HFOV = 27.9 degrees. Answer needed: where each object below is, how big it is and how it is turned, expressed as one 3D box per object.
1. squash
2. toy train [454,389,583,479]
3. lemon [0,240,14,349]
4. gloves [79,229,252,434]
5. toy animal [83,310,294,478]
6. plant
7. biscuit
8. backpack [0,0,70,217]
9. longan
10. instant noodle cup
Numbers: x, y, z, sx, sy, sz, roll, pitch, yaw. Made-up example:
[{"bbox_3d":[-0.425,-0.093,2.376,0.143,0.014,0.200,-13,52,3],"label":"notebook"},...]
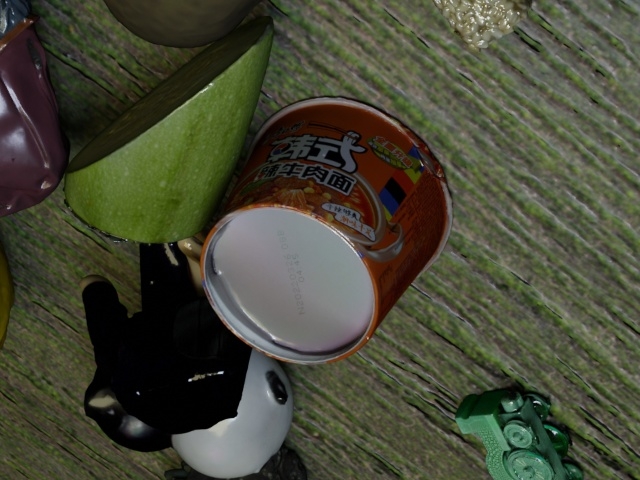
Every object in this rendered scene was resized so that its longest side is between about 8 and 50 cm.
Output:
[{"bbox_3d":[-0.164,-0.142,1.353,0.189,0.189,0.260,24,129,7],"label":"squash"},{"bbox_3d":[0.238,0.256,1.517,0.105,0.071,0.178,-13,114,37],"label":"toy train"},{"bbox_3d":[-0.526,0.055,1.572,0.297,0.297,0.297,11,124,16],"label":"lemon"},{"bbox_3d":[-0.176,0.077,1.453,0.197,0.301,0.152,-15,153,5],"label":"gloves"},{"bbox_3d":[-0.147,0.192,1.574,0.235,0.165,0.187,12,119,13],"label":"toy animal"},{"bbox_3d":[-0.119,0.336,1.669,0.194,0.132,0.129,-17,138,28],"label":"plant"},{"bbox_3d":[0.130,-0.262,1.219,0.070,0.082,0.168,-32,104,32],"label":"biscuit"},{"bbox_3d":[-0.407,-0.170,1.432,0.283,0.197,0.317,-15,120,28],"label":"backpack"},{"bbox_3d":[-0.130,-0.290,1.246,0.212,0.198,0.198,-19,112,30],"label":"longan"},{"bbox_3d":[0.000,0.000,1.372,0.250,0.192,0.250,10,125,16],"label":"instant noodle cup"}]
